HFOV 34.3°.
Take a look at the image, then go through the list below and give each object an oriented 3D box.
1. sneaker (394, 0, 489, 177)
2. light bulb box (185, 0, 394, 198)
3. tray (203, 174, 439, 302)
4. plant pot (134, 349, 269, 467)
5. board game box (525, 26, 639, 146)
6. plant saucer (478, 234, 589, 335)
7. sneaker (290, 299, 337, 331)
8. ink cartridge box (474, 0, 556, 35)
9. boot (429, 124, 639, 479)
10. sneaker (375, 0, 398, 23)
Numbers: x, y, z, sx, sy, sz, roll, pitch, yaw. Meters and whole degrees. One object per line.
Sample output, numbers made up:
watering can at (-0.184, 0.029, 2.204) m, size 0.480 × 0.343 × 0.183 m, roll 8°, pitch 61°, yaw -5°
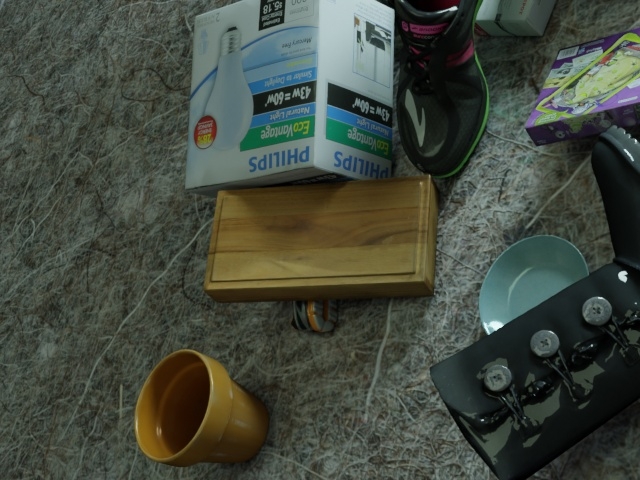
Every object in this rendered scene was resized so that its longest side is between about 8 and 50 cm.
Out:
sneaker at (0.188, -0.345, 1.777) m, size 0.185 × 0.202 × 0.483 m, roll 11°, pitch 107°, yaw 33°
light bulb box at (-0.060, -0.268, 1.996) m, size 0.358 × 0.225 × 0.361 m, roll -7°, pitch 77°, yaw 42°
tray at (0.000, 0.000, 1.854) m, size 0.411 × 0.076 × 0.203 m, roll -3°, pitch 65°, yaw 20°
plant pot at (-0.202, 0.324, 1.895) m, size 0.205 × 0.188 × 0.205 m, roll -23°, pitch 54°, yaw 35°
board game box at (0.497, -0.256, 1.577) m, size 0.347 × 0.056 × 0.208 m, roll -9°, pitch 35°, yaw 42°
plant saucer at (0.337, 0.088, 1.609) m, size 0.195 × 0.037 × 0.195 m, roll -23°, pitch 54°, yaw 35°
sneaker at (-0.020, 0.071, 1.935) m, size 0.083 × 0.084 × 0.215 m, roll -20°, pitch 57°, yaw 42°
ink cartridge box at (0.343, -0.426, 1.860) m, size 0.150 × 0.063 × 0.109 m, roll 14°, pitch 78°, yaw 47°
boot at (0.347, 0.088, 1.480) m, size 0.445 × 0.146 × 0.367 m, roll -40°, pitch 48°, yaw 13°
sneaker at (0.158, -0.511, 2.060) m, size 0.106 × 0.101 × 0.267 m, roll 20°, pitch 85°, yaw 43°
